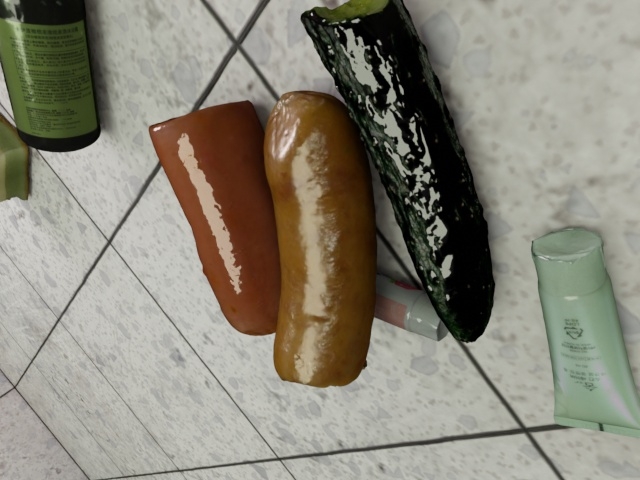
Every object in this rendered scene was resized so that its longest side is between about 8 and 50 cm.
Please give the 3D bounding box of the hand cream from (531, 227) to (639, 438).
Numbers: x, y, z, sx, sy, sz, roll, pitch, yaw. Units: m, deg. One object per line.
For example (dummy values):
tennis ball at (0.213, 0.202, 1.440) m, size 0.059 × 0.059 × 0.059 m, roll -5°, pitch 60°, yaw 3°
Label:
hand cream at (0.219, 0.088, 0.375) m, size 0.078 × 0.050 × 0.205 m, roll -5°, pitch 118°, yaw 37°

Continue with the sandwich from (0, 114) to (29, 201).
sandwich at (-0.653, -0.168, 0.834) m, size 0.220 × 0.108 × 0.186 m, roll 43°, pitch 134°, yaw 4°

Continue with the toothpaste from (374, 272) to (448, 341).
toothpaste at (0.046, 0.055, 0.494) m, size 0.194 × 0.043 × 0.067 m, roll 19°, pitch 125°, yaw 35°

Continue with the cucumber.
cucumber at (0.084, -0.050, 0.371) m, size 0.303 × 0.081 × 0.072 m, roll 62°, pitch 163°, yaw -17°

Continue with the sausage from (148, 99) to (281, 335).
sausage at (-0.083, -0.015, 0.489) m, size 0.113 × 0.113 × 0.259 m, roll -5°, pitch 111°, yaw 39°

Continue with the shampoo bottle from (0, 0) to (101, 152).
shampoo bottle at (-0.332, -0.250, 0.542) m, size 0.101 × 0.101 × 0.284 m, roll 30°, pitch 131°, yaw 19°

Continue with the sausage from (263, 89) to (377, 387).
sausage at (0.002, 0.000, 0.425) m, size 0.109 × 0.109 × 0.270 m, roll 5°, pitch 104°, yaw 36°
